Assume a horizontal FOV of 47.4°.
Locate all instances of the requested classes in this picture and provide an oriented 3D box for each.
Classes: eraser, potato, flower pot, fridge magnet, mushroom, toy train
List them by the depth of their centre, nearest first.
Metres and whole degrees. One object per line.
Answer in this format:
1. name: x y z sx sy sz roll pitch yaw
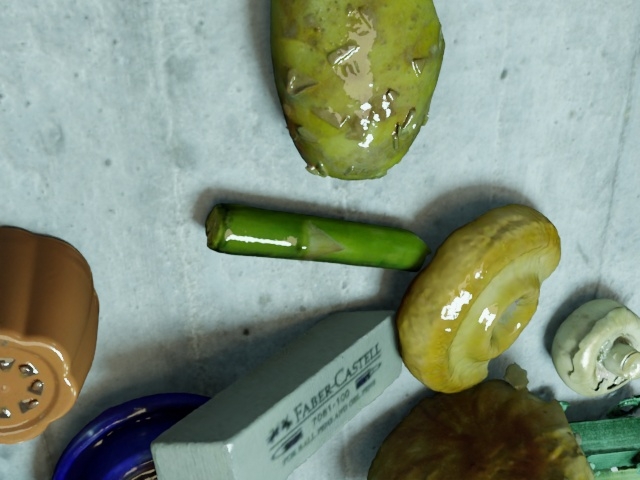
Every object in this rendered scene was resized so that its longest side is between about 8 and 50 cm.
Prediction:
1. potato: 0.037 -0.201 0.734 0.176 0.141 0.298 -14 120 -24
2. flower pot: -0.318 0.103 0.736 0.191 0.173 0.190 -7 116 -15
3. eraser: -0.033 0.199 0.875 0.353 0.077 0.111 -31 128 -39
4. fridge magnet: -0.199 0.308 0.913 0.266 0.112 0.265 -10 120 -18
5. mushroom: 0.417 0.163 1.066 0.154 0.122 0.154 -10 114 -23
6. toy train: 0.423 0.335 1.172 0.308 0.126 0.189 0 147 -21

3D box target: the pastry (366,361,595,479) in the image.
1. pastry: 0.217 0.333 0.970 0.330 0.329 0.136 -29 125 -5

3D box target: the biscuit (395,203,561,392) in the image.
1. biscuit: 0.200 0.082 0.940 0.213 0.091 0.274 7 117 -46

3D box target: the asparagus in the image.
1. asparagus: 0.000 -0.002 0.864 0.278 0.067 0.059 7 83 -27
